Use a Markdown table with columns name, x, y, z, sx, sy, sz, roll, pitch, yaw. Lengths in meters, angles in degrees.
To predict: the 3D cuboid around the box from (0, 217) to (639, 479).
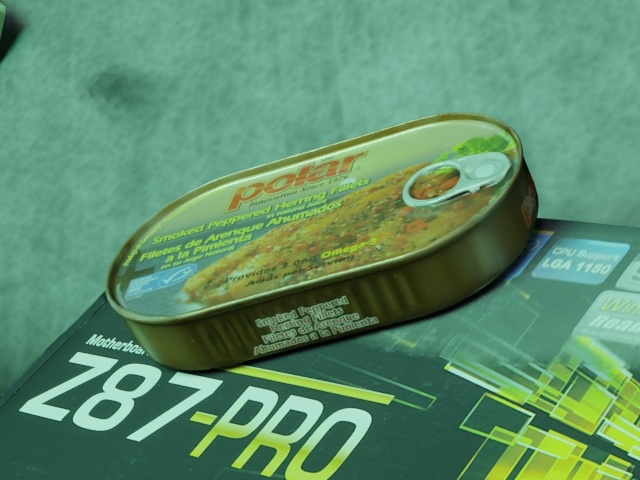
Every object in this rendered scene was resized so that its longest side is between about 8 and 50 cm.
| name | x | y | z | sx | sy | sz | roll | pitch | yaw |
| --- | --- | --- | --- | --- | --- | --- | --- | --- | --- |
| box | 0.010 | 0.121 | 0.605 | 0.395 | 0.097 | 0.318 | 8 | 44 | 44 |

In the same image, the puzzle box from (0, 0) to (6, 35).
| name | x | y | z | sx | sy | sz | roll | pitch | yaw |
| --- | --- | --- | --- | --- | --- | --- | --- | --- | --- |
| puzzle box | -0.440 | -0.188 | 0.995 | 0.272 | 0.409 | 0.052 | 37 | 118 | 41 |

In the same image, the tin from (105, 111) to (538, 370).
| name | x | y | z | sx | sy | sz | roll | pitch | yaw |
| --- | --- | --- | --- | --- | --- | --- | --- | --- | --- |
| tin | 0.000 | 0.000 | 0.669 | 0.189 | 0.040 | 0.106 | -15 | 36 | 19 |
